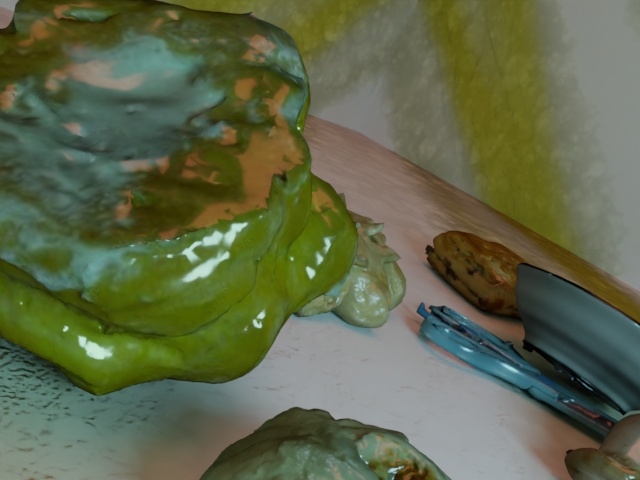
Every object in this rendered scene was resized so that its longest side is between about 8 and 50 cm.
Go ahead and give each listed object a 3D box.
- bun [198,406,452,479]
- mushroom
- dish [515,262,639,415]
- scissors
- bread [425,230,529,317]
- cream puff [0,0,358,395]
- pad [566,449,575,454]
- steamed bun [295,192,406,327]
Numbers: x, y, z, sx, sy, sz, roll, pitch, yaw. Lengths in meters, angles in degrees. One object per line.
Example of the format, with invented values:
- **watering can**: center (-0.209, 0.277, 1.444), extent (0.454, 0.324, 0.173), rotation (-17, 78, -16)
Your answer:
- **bun**: center (0.019, 0.172, 0.415), extent (0.195, 0.118, 0.195), rotation (21, 13, -5)
- **mushroom**: center (0.349, 0.241, 0.761), extent (0.212, 0.088, 0.097), rotation (-1, 61, -49)
- **dish**: center (0.394, 0.164, 1.021), extent (0.316, 0.106, 0.316), rotation (36, 0, 0)
- **scissors**: center (0.296, 0.195, 0.955), extent (0.392, 0.032, 0.180), rotation (31, 14, 24)
- **bread**: center (0.333, 0.063, 1.352), extent (0.210, 0.099, 0.235), rotation (15, 18, -33)
- **cream puff**: center (-0.149, -0.027, 0.603), extent (0.378, 0.276, 0.378), rotation (7, 49, -9)
- **pad**: center (0.356, 0.310, 0.708), extent (0.181, 0.004, 0.267), rotation (24, 15, -2)
- **steamed bun**: center (0.000, 0.000, 0.962), extent (0.292, 0.137, 0.295), rotation (27, 12, -4)
